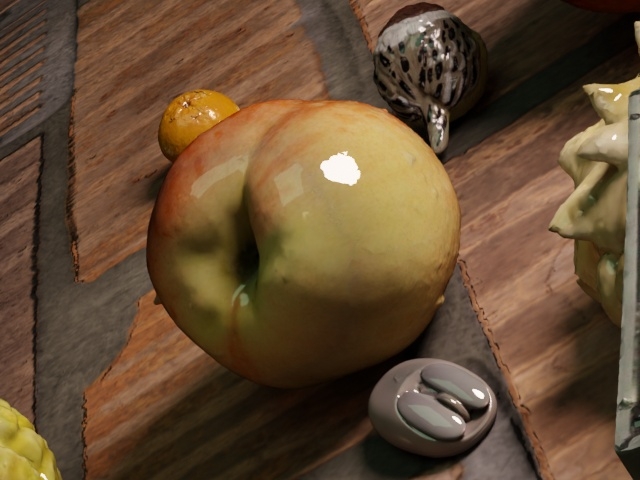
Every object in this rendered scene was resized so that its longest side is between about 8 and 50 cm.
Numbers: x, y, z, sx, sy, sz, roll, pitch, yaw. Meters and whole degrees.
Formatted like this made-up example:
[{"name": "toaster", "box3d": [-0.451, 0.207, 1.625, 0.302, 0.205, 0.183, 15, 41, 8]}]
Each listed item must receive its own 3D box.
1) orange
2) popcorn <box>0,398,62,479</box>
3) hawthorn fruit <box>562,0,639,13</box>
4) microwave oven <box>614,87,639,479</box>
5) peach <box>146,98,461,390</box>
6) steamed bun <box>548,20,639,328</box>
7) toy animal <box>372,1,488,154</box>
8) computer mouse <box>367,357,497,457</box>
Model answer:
[{"name": "orange", "box3d": [-0.113, -0.104, 1.661, 0.083, 0.070, 0.083, -24, 31, 16]}, {"name": "popcorn", "box3d": [-0.298, 0.202, 1.259, 0.235, 0.181, 0.217, -33, 24, -4]}, {"name": "hawthorn fruit", "box3d": [0.277, -0.338, 1.355, 0.284, 0.285, 0.369, -13, 23, 40]}, {"name": "microwave oven", "box3d": [0.257, 0.046, 0.772, 0.181, 0.237, 0.295, -23, 25, 24]}, {"name": "peach", "box3d": [0.000, 0.000, 1.239, 0.232, 0.232, 0.232, -29, 27, 16]}, {"name": "steamed bun", "box3d": [0.253, -0.075, 1.033, 0.292, 0.137, 0.295, -47, 17, 1]}, {"name": "toy animal", "box3d": [0.085, -0.135, 1.440, 0.098, 0.098, 0.137, -23, 29, 27]}, {"name": "computer mouse", "box3d": [0.068, 0.103, 1.129, 0.066, 0.039, 0.096, -47, 28, -20]}]
